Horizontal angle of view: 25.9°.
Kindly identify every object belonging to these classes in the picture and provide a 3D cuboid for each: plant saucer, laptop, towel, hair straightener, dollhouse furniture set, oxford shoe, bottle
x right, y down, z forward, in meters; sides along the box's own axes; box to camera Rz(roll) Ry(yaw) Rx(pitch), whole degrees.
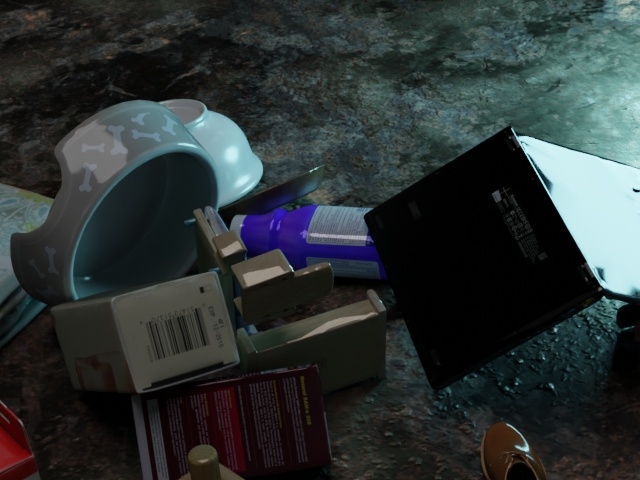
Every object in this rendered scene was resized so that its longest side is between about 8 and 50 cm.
[{"bbox_3d":[-0.076,-0.072,2.290,0.199,0.036,0.198,-22,3,1],"label":"plant saucer"},{"bbox_3d":[0.330,0.042,2.007,0.408,0.236,0.382,-31,40,10],"label":"laptop"},{"bbox_3d":[-0.562,0.026,2.219,0.321,0.090,0.374,14,34,19],"label":"towel"},{"bbox_3d":[0.518,0.070,2.010,0.230,0.047,0.089,-26,36,-18],"label":"hair straightener"},{"bbox_3d":[-0.062,0.041,1.943,0.198,0.286,0.303,-17,45,-16],"label":"dollhouse furniture set"},{"bbox_3d":[0.243,0.283,1.707,0.076,0.076,0.212,-10,31,-2],"label":"oxford shoe"},{"bbox_3d":[0.000,0.000,2.176,0.283,0.092,0.118,3,37,15],"label":"bottle"}]

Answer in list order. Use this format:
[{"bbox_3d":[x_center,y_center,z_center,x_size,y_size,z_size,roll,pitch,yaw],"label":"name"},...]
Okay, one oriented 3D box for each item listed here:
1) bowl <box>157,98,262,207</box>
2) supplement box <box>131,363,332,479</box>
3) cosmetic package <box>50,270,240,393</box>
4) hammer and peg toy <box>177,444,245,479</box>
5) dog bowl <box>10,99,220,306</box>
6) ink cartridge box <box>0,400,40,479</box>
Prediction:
[{"bbox_3d":[-0.254,-0.157,2.406,0.298,0.134,0.298,-7,27,3],"label":"bowl"},{"bbox_3d":[-0.112,0.238,1.777,0.239,0.130,0.073,-8,-2,-3],"label":"supplement box"},{"bbox_3d":[-0.240,0.125,1.858,0.153,0.129,0.296,-16,3,-24],"label":"cosmetic package"},{"bbox_3d":[-0.095,0.387,1.555,0.361,0.127,0.266,24,42,39],"label":"hammer and peg toy"},{"bbox_3d":[-0.289,-0.030,2.064,0.102,0.348,0.349,34,48,28],"label":"dog bowl"},{"bbox_3d":[-0.390,0.292,1.657,0.078,0.231,0.134,-27,37,-29],"label":"ink cartridge box"}]
